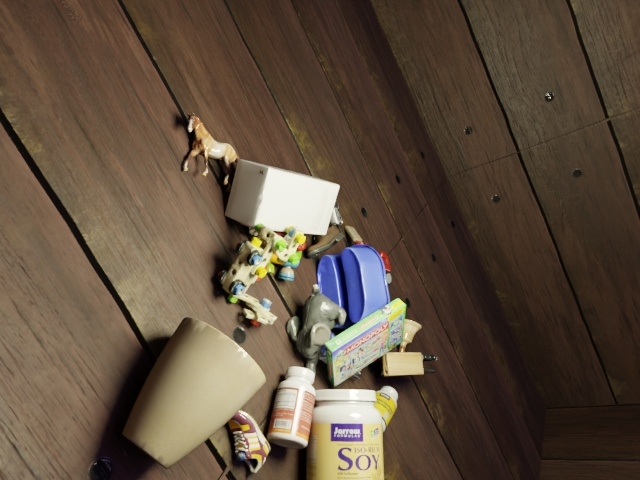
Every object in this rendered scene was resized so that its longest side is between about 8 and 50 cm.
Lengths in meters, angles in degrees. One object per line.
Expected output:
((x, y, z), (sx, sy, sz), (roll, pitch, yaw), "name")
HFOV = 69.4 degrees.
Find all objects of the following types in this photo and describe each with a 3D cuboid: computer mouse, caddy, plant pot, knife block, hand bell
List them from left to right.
((-0.312, 0.365, 1.072), (0.256, 0.256, 0.274), (54, 56, -23), "plant pot")
((0.054, -0.101, 1.873), (0.193, 0.042, 0.106), (-24, 101, -80), "computer mouse")
((0.129, 0.179, 1.722), (0.179, 0.241, 0.341), (8, 69, -45), "caddy")
((0.361, 0.481, 2.038), (0.126, 0.126, 0.242), (37, 60, -39), "hand bell")
((0.364, 0.499, 1.866), (0.276, 0.242, 0.088), (74, 11, -71), "knife block")

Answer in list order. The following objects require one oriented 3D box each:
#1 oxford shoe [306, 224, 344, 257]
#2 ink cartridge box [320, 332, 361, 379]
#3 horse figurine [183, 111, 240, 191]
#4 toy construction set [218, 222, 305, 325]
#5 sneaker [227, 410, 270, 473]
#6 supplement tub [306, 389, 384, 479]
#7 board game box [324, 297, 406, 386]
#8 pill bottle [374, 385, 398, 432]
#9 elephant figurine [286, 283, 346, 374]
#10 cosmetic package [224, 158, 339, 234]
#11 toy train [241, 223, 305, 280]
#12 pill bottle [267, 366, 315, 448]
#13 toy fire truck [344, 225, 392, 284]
((0.000, 0.000, 1.779), (0.096, 0.083, 0.227), (52, 34, 1), "oxford shoe")
((0.078, 0.428, 1.704), (0.207, 0.046, 0.097), (41, 44, -35), "ink cartridge box")
((-0.328, -0.262, 1.453), (0.263, 0.066, 0.174), (23, 62, -46), "horse figurine")
((-0.175, 0.092, 1.388), (0.215, 0.151, 0.328), (20, 89, -57), "toy construction set")
((-0.205, 0.543, 1.252), (0.185, 0.069, 0.084), (58, 32, -17), "sneaker")
((0.075, 0.638, 1.427), (0.241, 0.241, 0.331), (24, 59, -47), "supplement tub")
((0.160, 0.354, 1.610), (0.317, 0.046, 0.213), (-27, 137, -23), "board game box")
((0.229, 0.641, 1.762), (0.184, 0.103, 0.103), (-37, 105, -54), "pill bottle")
((-0.026, 0.310, 1.541), (0.186, 0.169, 0.239), (36, 59, -1), "elephant figurine")
((-0.116, -0.136, 1.543), (0.365, 0.155, 0.197), (7, 103, -52), "cosmetic package")
((-0.172, 0.043, 1.514), (0.248, 0.105, 0.143), (17, 78, -39), "toy train")
((-0.080, 0.500, 1.393), (0.121, 0.121, 0.216), (42, 45, -35), "pill bottle")
((0.189, 0.059, 1.957), (0.217, 0.158, 0.246), (18, 71, -48), "toy fire truck")
